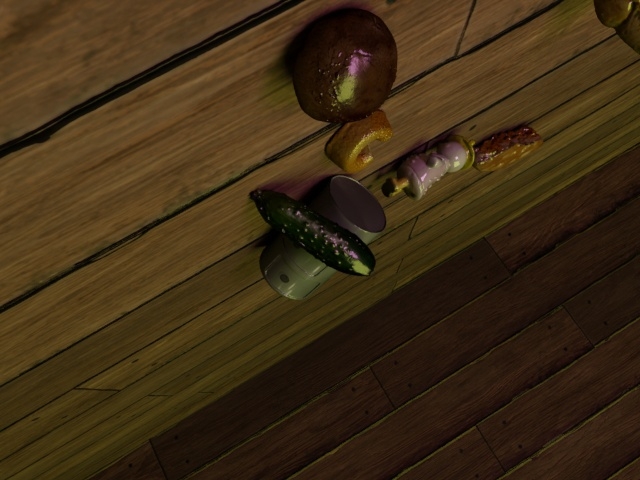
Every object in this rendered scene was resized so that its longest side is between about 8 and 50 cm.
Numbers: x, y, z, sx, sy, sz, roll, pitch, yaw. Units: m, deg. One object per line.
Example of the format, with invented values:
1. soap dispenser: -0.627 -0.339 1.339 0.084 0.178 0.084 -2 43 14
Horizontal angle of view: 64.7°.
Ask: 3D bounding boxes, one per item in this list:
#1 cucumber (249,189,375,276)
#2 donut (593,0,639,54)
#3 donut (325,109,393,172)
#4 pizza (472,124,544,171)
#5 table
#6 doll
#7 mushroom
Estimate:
1. cucumber: -0.009 -0.012 0.771 0.069 0.227 0.069 -51 -163 22
2. donut: 0.456 -0.342 0.597 0.128 0.208 0.261 -42 180 -11
3. donut: 0.058 -0.142 0.747 0.097 0.043 0.108 -19 156 -40
4. pizza: 0.436 -0.216 1.197 0.246 0.058 0.127 -24 164 -20
5. table: 0.000 0.000 0.904 0.126 0.126 0.220 -11 154 -51
6. doll: 0.215 -0.141 0.970 0.207 0.081 0.129 -31 172 -12
7. mushroom: 0.026 -0.180 0.528 0.127 0.087 0.127 -33 145 -28
